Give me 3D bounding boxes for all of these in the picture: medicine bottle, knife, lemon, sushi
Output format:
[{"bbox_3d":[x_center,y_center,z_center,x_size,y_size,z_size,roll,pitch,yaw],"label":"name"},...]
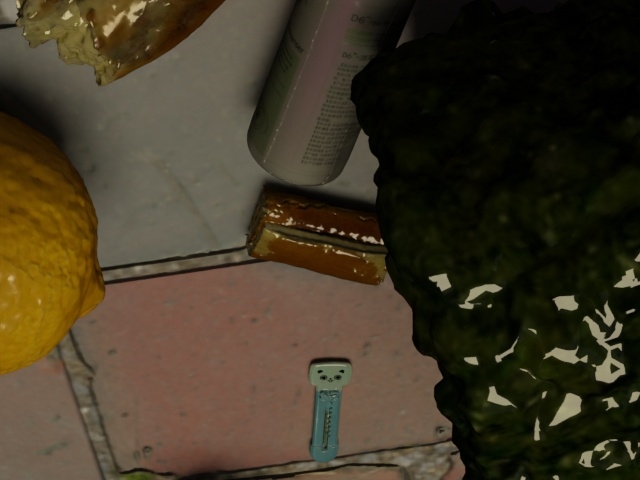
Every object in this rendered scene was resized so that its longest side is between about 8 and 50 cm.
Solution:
[{"bbox_3d":[0.015,-0.116,0.952,0.057,0.058,0.199,10,133,-15],"label":"medicine bottle"},{"bbox_3d":[0.004,0.110,1.203,0.027,0.010,0.096,0,134,-5],"label":"knife"},{"bbox_3d":[-0.200,-0.004,0.985,0.187,0.142,0.142,17,131,-8],"label":"lemon"},{"bbox_3d":[0.143,0.036,0.949,0.178,0.294,0.352,-16,135,6],"label":"sushi"}]

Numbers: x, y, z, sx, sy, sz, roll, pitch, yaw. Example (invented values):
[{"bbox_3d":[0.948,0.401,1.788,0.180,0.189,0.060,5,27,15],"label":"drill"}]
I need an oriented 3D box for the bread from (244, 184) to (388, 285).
[{"bbox_3d":[0.000,0.000,1.078,0.083,0.036,0.047,13,134,-15],"label":"bread"}]

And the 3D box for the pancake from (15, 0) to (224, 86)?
[{"bbox_3d":[-0.067,-0.185,0.827,0.266,0.057,0.244,-42,152,11],"label":"pancake"}]
